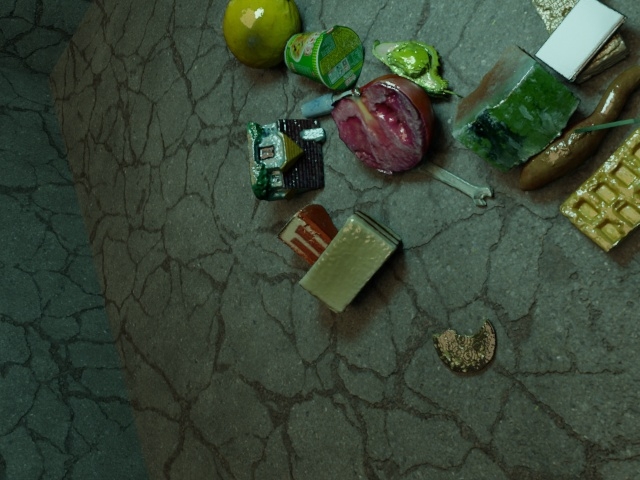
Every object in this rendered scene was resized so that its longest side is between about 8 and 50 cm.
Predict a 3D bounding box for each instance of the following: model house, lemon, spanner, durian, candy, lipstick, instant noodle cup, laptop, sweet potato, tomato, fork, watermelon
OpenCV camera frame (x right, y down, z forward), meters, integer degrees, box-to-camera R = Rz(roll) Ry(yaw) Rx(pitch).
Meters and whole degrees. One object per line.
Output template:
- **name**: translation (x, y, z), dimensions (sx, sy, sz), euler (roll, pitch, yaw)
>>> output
- **model house**: translation (-0.102, -0.291, 1.873), dimensions (0.249, 0.230, 0.280), euler (-7, 85, 15)
- **lemon**: translation (-0.217, -0.787, 1.931), dimensions (0.297, 0.297, 0.296), euler (-3, 86, 40)
- **spanner**: translation (0.381, -0.186, 1.567), dimensions (0.302, 0.017, 0.071), euler (37, 111, 35)
- **durian**: translation (0.290, -0.542, 1.607), dimensions (0.375, 0.132, 0.106), euler (45, 143, 29)
- **candy**: translation (0.093, 0.072, 1.684), dimensions (0.179, 0.135, 0.320), euler (40, 115, 5)
- **lipstick**: translation (0.054, -0.485, 1.827), dimensions (0.274, 0.061, 0.068), euler (-7, 81, 40)
- **instant noodle cup**: translation (-0.002, -0.639, 1.809), dimensions (0.233, 0.207, 0.207), euler (29, 106, 46)
- **laptop**: translation (0.629, -0.493, 1.279), dimensions (0.180, 0.016, 0.129), euler (-53, 58, 27)
- **sweet potato**: translation (0.645, -0.260, 1.296), dimensions (0.385, 0.109, 0.109), euler (-47, 60, 25)
- **tomato**: translation (0.214, -0.366, 1.616), dimensions (0.335, 0.176, 0.289), euler (-12, 114, 49)
- **fork**: translation (0.716, -0.278, 1.233), dimensions (0.235, 0.021, 0.039), euler (-10, 73, 7)
- **watermelon**: translation (0.472, -0.355, 1.357), dimensions (0.264, 0.151, 0.302), euler (-47, 39, 31)

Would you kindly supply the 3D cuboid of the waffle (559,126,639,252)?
- **waffle**: translation (0.729, -0.118, 1.247), dimensions (0.274, 0.057, 0.168), euler (-52, 57, 25)

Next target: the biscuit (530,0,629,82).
- **biscuit**: translation (0.627, -0.613, 1.346), dimensions (0.144, 0.079, 0.425), euler (-31, 68, 36)

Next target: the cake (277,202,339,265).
- **cake**: translation (0.000, 0.000, 1.856), dimensions (0.262, 0.159, 0.158), euler (43, 119, -5)

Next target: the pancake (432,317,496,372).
- **pancake**: translation (0.412, 0.292, 1.515), dimensions (0.191, 0.020, 0.184), euler (21, 101, 38)
